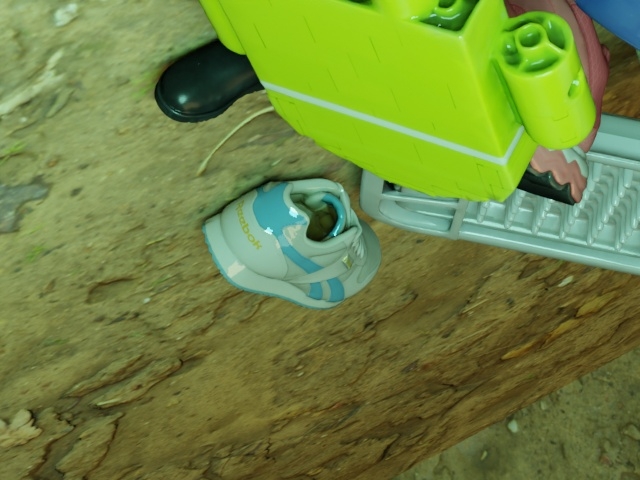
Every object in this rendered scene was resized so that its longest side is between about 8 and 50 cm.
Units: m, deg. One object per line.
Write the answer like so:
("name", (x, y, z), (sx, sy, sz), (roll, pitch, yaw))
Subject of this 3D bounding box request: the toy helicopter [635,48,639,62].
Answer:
("toy helicopter", (0.391, -0.204, 1.244), (0.355, 0.235, 0.140), (-35, 161, 20))

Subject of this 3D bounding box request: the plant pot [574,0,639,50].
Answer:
("plant pot", (0.328, -0.197, 1.063), (0.236, 0.212, 0.236), (-50, 180, 37))

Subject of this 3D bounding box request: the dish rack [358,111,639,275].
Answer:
("dish rack", (0.203, -0.052, 1.410), (0.332, 0.072, 0.285), (12, 164, 2))

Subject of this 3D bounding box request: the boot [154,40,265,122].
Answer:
("boot", (-0.042, -0.128, 1.114), (0.121, 0.045, 0.099), (-25, 166, -37))

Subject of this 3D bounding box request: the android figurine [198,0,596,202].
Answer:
("android figurine", (0.035, -0.106, 0.979), (0.056, 0.248, 0.273), (-61, 151, -17))

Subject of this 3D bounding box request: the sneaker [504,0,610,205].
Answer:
("sneaker", (0.106, -0.139, 1.141), (0.314, 0.116, 0.136), (37, 75, -56))

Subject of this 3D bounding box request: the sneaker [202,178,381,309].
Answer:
("sneaker", (0.000, 0.000, 1.463), (0.092, 0.087, 0.228), (-32, 163, 24))
